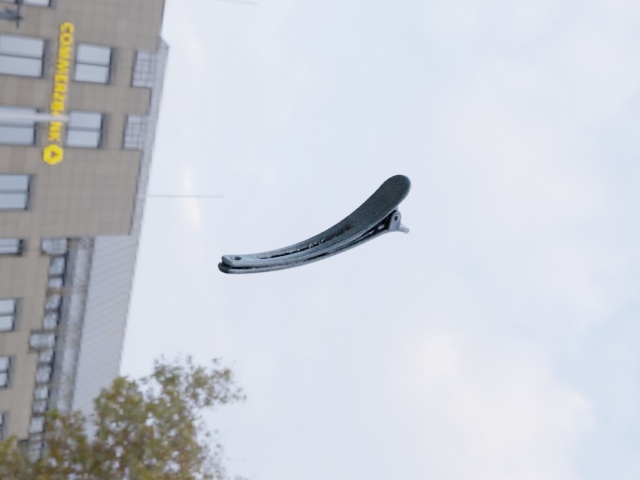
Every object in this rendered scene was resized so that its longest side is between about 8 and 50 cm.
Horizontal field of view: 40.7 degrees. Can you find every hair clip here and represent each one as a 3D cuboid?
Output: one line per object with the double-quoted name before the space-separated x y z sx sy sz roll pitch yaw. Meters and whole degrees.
"hair clip" 0.000 0.000 0.879 0.039 0.229 0.070 38 -39 42
